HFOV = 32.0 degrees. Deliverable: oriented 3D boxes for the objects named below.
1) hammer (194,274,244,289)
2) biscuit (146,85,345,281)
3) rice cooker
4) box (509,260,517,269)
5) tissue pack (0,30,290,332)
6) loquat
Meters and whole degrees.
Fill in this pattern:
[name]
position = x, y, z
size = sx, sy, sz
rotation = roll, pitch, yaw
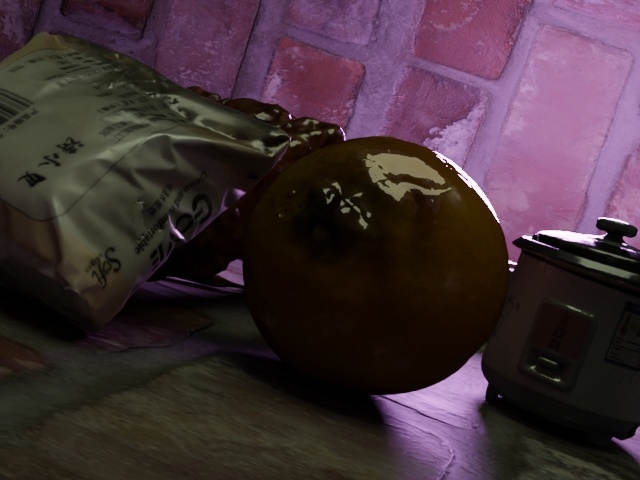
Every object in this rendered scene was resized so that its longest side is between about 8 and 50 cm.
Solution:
[hammer]
position = -0.155, 0.062, 1.706
size = 0.201, 0.021, 0.078
rotation = 16, 7, -31
[biscuit]
position = -0.198, -0.087, 1.638
size = 0.343, 0.166, 0.395
rotation = 23, 35, 35
[rice cooker]
position = 0.374, 0.113, 1.564
size = 0.317, 0.316, 0.264
rotation = 23, 8, 31
[box]
position = 0.350, 0.115, 2.126
size = 0.273, 0.143, 0.184
rotation = 17, 8, -9
[tissue pack]
position = -0.287, -0.094, 1.326
size = 0.390, 0.195, 0.375
rotation = 26, 54, 24
[loquat]
position = 0.066, 0.029, 1.353
size = 0.328, 0.328, 0.328
rotation = 18, 7, -2
